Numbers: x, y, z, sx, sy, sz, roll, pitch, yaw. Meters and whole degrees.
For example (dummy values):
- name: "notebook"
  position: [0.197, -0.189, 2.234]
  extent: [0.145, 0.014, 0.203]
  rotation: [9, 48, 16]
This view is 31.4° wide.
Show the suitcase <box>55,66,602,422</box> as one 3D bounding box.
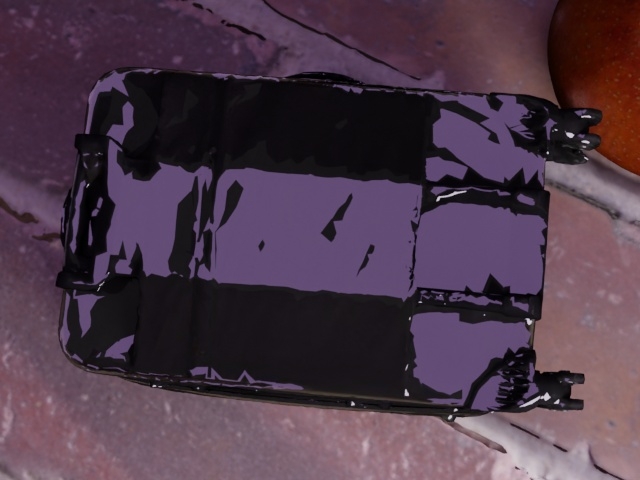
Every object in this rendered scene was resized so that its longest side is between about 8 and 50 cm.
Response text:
- name: "suitcase"
  position: [0.000, 0.000, 0.949]
  extent: [0.434, 0.194, 0.283]
  rotation: [5, 83, 3]

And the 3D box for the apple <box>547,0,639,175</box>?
- name: "apple"
  position: [0.314, -0.156, 0.969]
  extent: [0.235, 0.173, 0.210]
  rotation: [6, 83, 2]
